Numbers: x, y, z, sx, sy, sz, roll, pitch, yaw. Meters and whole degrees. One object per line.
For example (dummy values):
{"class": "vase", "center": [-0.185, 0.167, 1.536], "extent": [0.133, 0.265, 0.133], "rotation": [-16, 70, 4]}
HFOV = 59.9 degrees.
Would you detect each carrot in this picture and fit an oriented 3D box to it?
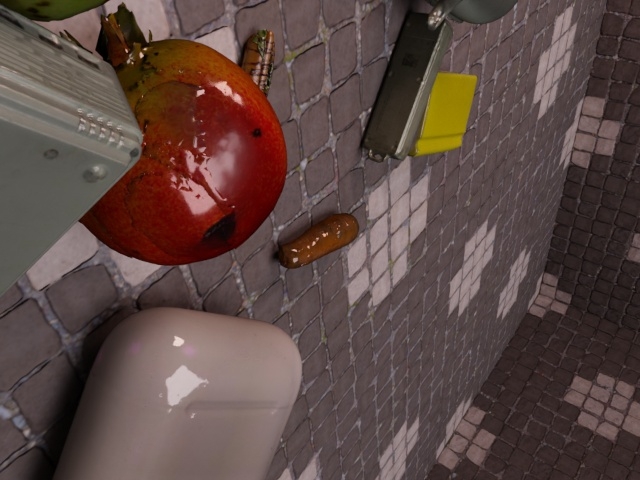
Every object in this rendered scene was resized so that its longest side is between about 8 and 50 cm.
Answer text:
{"class": "carrot", "center": [0.000, 0.000, 0.916], "extent": [0.186, 0.060, 0.060], "rotation": [-29, 132, -46]}

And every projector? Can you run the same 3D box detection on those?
{"class": "projector", "center": [-0.262, -0.029, 0.337], "extent": [0.256, 0.099, 0.192], "rotation": [-38, 153, 18]}

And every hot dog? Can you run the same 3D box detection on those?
{"class": "hot dog", "center": [-0.079, -0.198, 0.685], "extent": [0.049, 0.037, 0.122], "rotation": [-12, 122, -58]}

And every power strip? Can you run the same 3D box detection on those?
{"class": "power strip", "center": [0.149, -0.262, 0.958], "extent": [0.052, 0.078, 0.272], "rotation": [8, 102, -59]}

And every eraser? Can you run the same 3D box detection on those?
{"class": "eraser", "center": [0.222, -0.252, 1.086], "extent": [0.226, 0.069, 0.158], "rotation": [-18, 125, -52]}

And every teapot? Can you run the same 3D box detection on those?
{"class": "teapot", "center": [0.226, -0.425, 0.877], "extent": [0.129, 0.193, 0.294], "rotation": [-47, -168, 37]}

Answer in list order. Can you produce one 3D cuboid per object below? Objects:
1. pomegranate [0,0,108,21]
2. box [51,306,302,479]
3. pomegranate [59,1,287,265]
{"class": "pomegranate", "center": [-0.150, -0.265, 0.311], "extent": [0.222, 0.276, 0.204], "rotation": [59, 27, -13]}
{"class": "box", "center": [-0.177, 0.259, 0.702], "extent": [0.288, 0.141, 0.349], "rotation": [18, 93, -46]}
{"class": "pomegranate", "center": [-0.139, -0.089, 0.505], "extent": [0.210, 0.210, 0.235], "rotation": [-45, 124, -33]}
